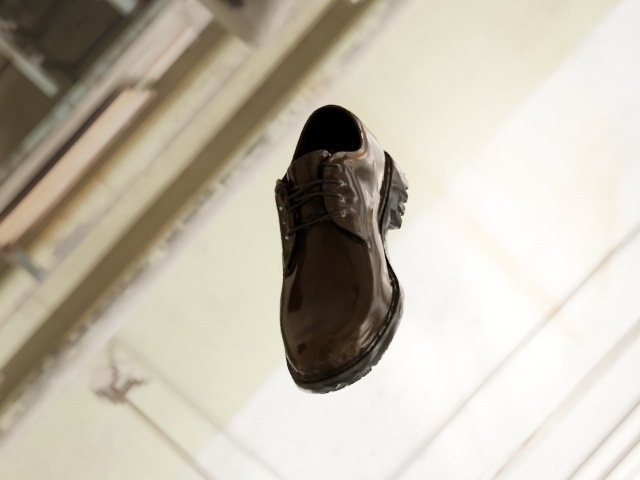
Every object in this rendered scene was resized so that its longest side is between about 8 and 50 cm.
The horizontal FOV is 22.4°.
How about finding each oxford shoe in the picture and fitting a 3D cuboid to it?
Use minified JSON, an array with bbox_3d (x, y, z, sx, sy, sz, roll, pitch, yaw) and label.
[{"bbox_3d":[0.000,0.000,0.999,0.082,0.096,0.227,-20,-143,18],"label":"oxford shoe"}]
